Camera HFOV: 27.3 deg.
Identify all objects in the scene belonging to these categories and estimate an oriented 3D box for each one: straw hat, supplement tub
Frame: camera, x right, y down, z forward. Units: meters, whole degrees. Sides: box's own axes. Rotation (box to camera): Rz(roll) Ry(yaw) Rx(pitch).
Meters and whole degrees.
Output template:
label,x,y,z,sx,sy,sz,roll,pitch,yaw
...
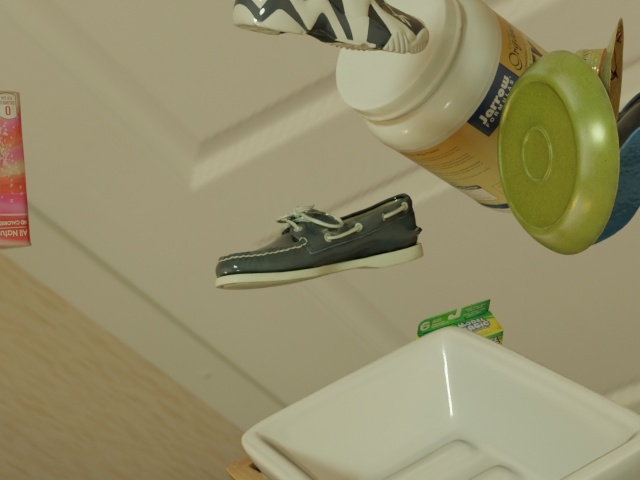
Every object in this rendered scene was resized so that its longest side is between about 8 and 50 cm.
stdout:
label,x,y,z,sx,sy,sz,roll,pitch,yaw
straw hat,0.322,-0.194,1.566,0.061,0.144,0.144,6,60,17
supplement tub,0.197,-0.195,1.788,0.228,0.316,0.228,-27,49,37

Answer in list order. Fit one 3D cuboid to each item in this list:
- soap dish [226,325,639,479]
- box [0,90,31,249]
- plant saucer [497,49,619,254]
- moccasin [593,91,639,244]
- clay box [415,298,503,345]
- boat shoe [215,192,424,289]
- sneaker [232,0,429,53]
label,x,y,z,sx,sy,sz,roll,pitch,yaw
soap dish,0.093,0.179,0.927,0.229,0.118,0.291,-25,21,-19
box,-0.425,-0.053,1.172,0.142,0.300,0.154,-6,88,45
plant saucer,0.267,-0.101,1.543,0.037,0.241,0.241,-5,38,-20
moccasin,0.472,-0.111,2.109,0.342,0.137,0.117,-49,25,45
clay box,0.212,0.196,2.036,0.127,0.222,0.053,-17,46,-15
boat shoe,0.000,0.000,1.362,0.095,0.254,0.079,-5,95,60
sneaker,0.023,-0.274,1.331,0.094,0.235,0.153,18,101,59
